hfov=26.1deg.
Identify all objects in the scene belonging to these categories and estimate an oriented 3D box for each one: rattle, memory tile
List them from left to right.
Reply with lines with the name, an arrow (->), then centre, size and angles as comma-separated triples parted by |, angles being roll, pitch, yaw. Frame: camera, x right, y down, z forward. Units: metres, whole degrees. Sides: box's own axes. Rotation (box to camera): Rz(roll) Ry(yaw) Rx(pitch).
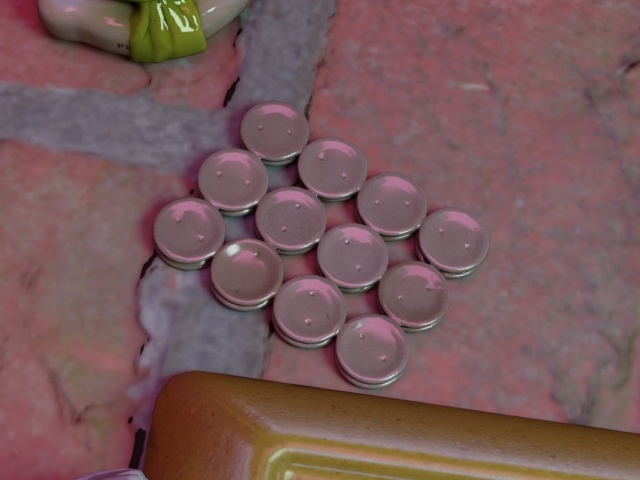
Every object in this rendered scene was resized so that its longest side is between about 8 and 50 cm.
rattle -> -0.090, -0.206, 0.727 | 0.130, 0.142, 0.199 | 9, 68, 20
memory tile -> 0.000, 0.000, 0.697 | 0.148, 0.012, 0.113 | 33, 65, 10

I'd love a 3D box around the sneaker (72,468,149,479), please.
sneaker -> -0.106, 0.184, 0.520 | 0.090, 0.115, 0.232 | -21, 23, 26

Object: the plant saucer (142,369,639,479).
plant saucer -> 0.071, 0.214, 0.559 | 0.333, 0.081, 0.332 | 8, 63, -2
